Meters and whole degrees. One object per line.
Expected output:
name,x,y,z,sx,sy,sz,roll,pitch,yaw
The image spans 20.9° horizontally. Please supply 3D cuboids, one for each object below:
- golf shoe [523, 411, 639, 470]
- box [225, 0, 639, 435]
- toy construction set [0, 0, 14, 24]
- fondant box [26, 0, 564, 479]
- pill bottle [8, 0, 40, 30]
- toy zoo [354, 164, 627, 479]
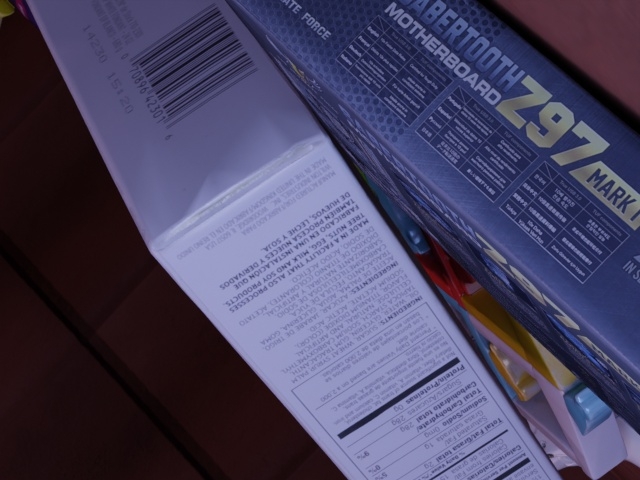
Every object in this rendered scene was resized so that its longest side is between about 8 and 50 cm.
golf shoe,0.183,0.127,1.142,0.069,0.086,0.176,26,-170,-34
box,0.078,-0.009,0.608,0.233,0.059,0.183,44,179,26
toy construction set,-0.312,-0.271,1.117,0.151,0.215,0.327,1,145,28
fondant box,-0.009,0.003,0.916,0.330,0.096,0.238,55,-177,-45
pill bottle,-0.139,-0.170,1.077,0.193,0.108,0.108,44,179,11
toy zoo,0.099,0.033,1.096,0.293,0.030,0.192,42,164,55
